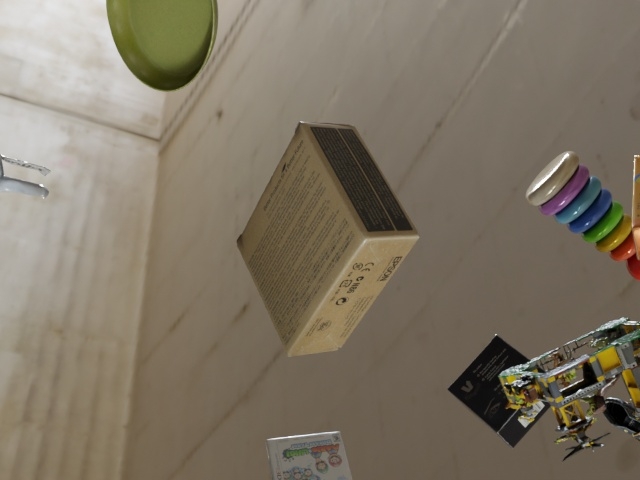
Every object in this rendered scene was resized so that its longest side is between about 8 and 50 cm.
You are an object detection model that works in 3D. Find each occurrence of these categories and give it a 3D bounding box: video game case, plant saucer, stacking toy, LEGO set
[{"bbox_3d":[-0.022,0.455,1.775,0.019,0.157,0.143,99,-18,-44],"label":"video game case"},{"bbox_3d":[-0.228,-0.342,1.307,0.241,0.037,0.240,15,-67,37],"label":"plant saucer"},{"bbox_3d":[0.596,-0.033,1.864,0.141,0.330,0.141,-49,-177,3],"label":"stacking toy"},{"bbox_3d":[0.500,0.278,1.567,0.192,0.331,0.255,68,-20,1],"label":"LEGO set"}]

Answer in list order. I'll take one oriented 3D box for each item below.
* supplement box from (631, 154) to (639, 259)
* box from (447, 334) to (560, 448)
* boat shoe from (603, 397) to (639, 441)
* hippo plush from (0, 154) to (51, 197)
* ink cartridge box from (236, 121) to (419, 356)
[{"bbox_3d":[0.595,-0.066,1.566,0.078,0.080,0.233,-8,-148,25],"label":"supplement box"},{"bbox_3d":[0.375,0.306,1.803,0.156,0.093,0.158,-47,-136,-4],"label":"box"},{"bbox_3d":[0.594,0.345,1.608,0.183,0.083,0.065,33,-77,61],"label":"boat shoe"},{"bbox_3d":[-0.582,-0.079,1.278,0.236,0.294,0.234,-56,-156,8],"label":"hippo plush"},{"bbox_3d":[0.000,0.000,1.106,0.234,0.088,0.193,-58,-134,41],"label":"ink cartridge box"}]
